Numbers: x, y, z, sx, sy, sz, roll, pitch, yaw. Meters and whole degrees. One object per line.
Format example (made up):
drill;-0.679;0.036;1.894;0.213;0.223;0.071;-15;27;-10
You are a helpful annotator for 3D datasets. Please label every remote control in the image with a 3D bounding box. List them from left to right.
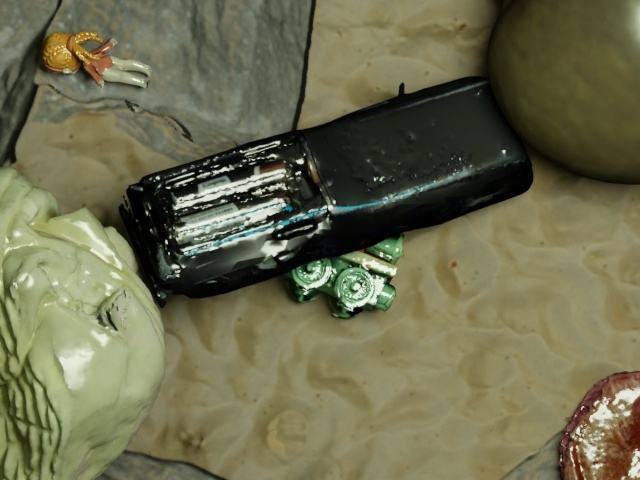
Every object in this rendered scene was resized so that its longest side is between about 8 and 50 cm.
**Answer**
remote control;0.012;-0.057;1.801;0.398;0.062;0.145;-19;75;-18

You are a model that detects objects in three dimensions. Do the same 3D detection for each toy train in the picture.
toy train;0.000;0.000;1.846;0.176;0.074;0.118;21;79;2

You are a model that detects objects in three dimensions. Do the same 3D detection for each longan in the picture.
longan;0.289;-0.202;1.786;0.300;0.243;0.300;-4;71;12

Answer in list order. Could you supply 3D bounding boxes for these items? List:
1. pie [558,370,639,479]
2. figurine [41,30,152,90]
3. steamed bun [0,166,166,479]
pie;0.320;0.214;1.840;0.182;0.049;0.182;0;81;3
figurine;-0.219;-0.177;1.874;0.109;0.047;0.064;15;56;-6
steamed bun;-0.267;0.080;1.752;0.275;0.206;0.320;-1;108;39
